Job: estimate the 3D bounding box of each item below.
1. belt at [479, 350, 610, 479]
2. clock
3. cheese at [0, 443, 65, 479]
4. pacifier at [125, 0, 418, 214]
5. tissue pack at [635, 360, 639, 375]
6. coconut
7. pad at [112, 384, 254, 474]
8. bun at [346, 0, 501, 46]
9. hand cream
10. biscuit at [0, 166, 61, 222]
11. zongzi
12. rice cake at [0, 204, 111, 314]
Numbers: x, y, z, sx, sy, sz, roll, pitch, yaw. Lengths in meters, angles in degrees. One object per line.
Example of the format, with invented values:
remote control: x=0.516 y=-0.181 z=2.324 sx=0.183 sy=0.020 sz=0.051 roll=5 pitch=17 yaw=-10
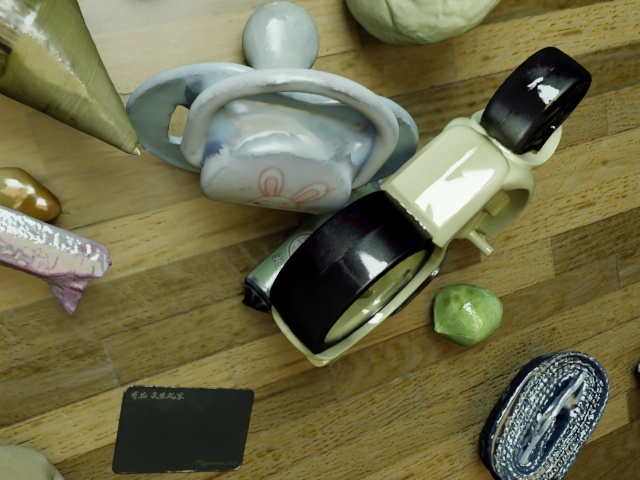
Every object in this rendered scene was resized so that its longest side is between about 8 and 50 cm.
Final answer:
belt: x=0.315 y=0.258 z=0.789 sx=0.122 sy=0.128 sz=0.218 roll=36 pitch=83 yaw=15
clock: x=0.111 y=-0.018 z=0.595 sx=0.379 sy=0.276 sz=0.120 roll=-38 pitch=72 yaw=-6
cheese: x=-0.345 y=0.327 z=0.550 sx=0.235 sy=0.117 sz=0.218 roll=40 pitch=87 yaw=-19
pacifier: x=-0.041 y=-0.146 z=0.546 sx=0.287 sy=0.238 sz=0.225 roll=3 pitch=69 yaw=-18
tissue pack: x=0.748 y=0.286 z=0.884 sx=0.264 sy=0.253 sz=0.416 roll=-43 pitch=110 yaw=-9
coconut: x=0.190 y=0.098 z=0.725 sx=0.096 sy=0.088 sz=0.087 roll=-23 pitch=107 yaw=-23
pad: x=-0.163 y=0.229 z=0.660 sx=0.157 sy=0.003 sz=0.112 roll=8 pitch=97 yaw=-22
bun: x=0.110 y=-0.315 z=0.541 sx=0.229 sy=0.229 sz=0.145 roll=-55 pitch=134 yaw=-4
hand cream: x=0.000 y=0.000 z=0.656 sx=0.235 sy=0.055 sz=0.086 roll=-42 pitch=114 yaw=-17
biscuit: x=-0.378 y=-0.016 z=0.508 sx=0.208 sy=0.047 sz=0.164 roll=-46 pitch=115 yaw=-8
zongzi: x=-0.234 y=-0.252 z=0.451 sx=0.300 sy=0.145 sz=0.274 roll=26 pitch=89 yaw=-11
rice cake: x=-0.335 y=-0.011 z=0.474 sx=0.290 sy=0.051 sz=0.081 roll=24 pitch=90 yaw=-25
